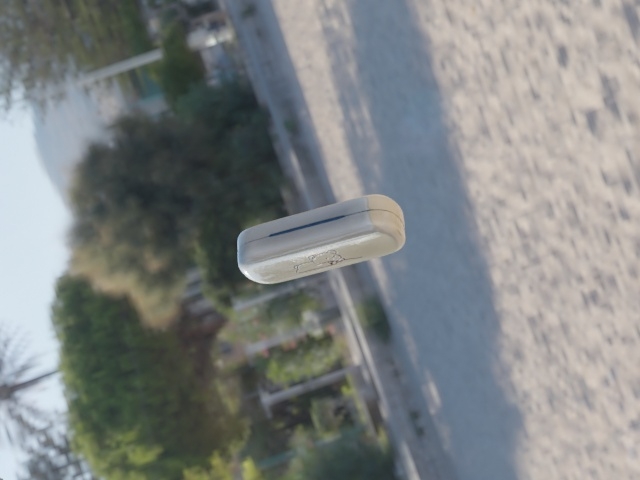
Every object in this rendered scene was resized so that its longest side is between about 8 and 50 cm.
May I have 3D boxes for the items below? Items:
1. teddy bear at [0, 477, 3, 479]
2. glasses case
[{"bbox_3d":[-0.376,0.290,1.317,0.190,0.177,0.140,43,157,43],"label":"teddy bear"},{"bbox_3d":[0.000,0.000,1.543,0.083,0.196,0.050,42,-143,-57],"label":"glasses case"}]
